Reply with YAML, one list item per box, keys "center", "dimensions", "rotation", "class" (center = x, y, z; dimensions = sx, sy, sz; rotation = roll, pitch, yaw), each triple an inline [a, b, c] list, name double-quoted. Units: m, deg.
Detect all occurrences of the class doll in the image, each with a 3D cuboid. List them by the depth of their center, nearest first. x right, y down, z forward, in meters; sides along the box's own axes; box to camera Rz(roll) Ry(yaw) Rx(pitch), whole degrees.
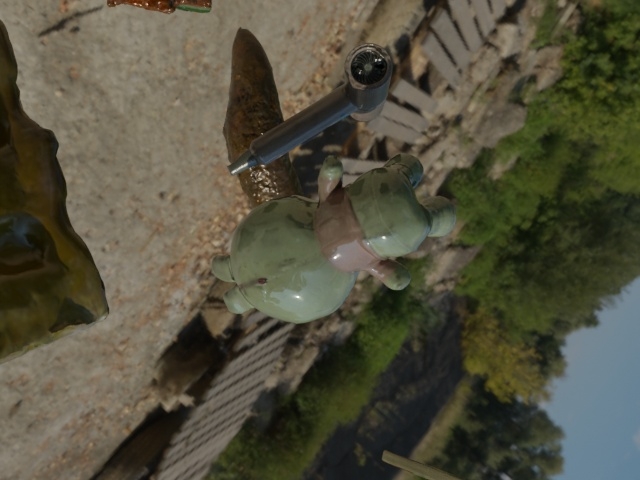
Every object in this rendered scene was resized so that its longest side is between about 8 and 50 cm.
- center: [0.001, 0.001, 0.747]
  dimensions: [0.275, 0.155, 0.113]
  rotation: [-25, -172, 12]
  class: "doll"

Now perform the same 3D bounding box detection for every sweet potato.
- center: [-0.086, -0.128, 1.029]
  dimensions: [0.114, 0.092, 0.341]
  rotation: [-52, 131, -63]
  class: "sweet potato"

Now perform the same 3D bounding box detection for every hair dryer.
- center: [-0.021, -0.144, 0.848]
  dimensions: [0.220, 0.053, 0.195]
  rotation: [-26, 178, 1]
  class: "hair dryer"

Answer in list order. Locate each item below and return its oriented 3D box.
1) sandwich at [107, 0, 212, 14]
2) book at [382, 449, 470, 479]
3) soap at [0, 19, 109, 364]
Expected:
- center: [-0.185, -0.318, 0.823]
  dimensions: [0.185, 0.160, 0.109]
  rotation: [2, 113, -35]
  class: "sandwich"
- center: [0.215, 0.365, 1.065]
  dimensions: [0.232, 0.162, 0.022]
  rotation: [-7, -119, 62]
  class: "book"
- center: [-0.324, -0.025, 0.384]
  dimensions: [0.335, 0.293, 0.156]
  rotation: [-24, 177, -45]
  class: "soap"
